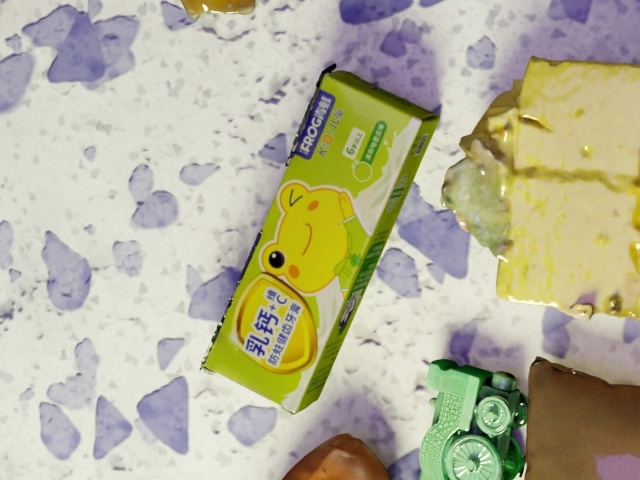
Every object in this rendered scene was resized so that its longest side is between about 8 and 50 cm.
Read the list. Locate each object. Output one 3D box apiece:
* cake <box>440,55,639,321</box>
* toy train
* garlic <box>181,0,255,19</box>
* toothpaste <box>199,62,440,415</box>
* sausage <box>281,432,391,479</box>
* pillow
[{"bbox_3d":[0.252,-0.046,1.647,0.286,0.227,0.223,4,92,16],"label":"cake"},{"bbox_3d":[0.138,0.206,1.790,0.104,0.071,0.178,16,99,24],"label":"toy train"},{"bbox_3d":[-0.106,-0.369,1.809,0.143,0.112,0.318,8,108,15],"label":"garlic"},{"bbox_3d":[0.000,0.000,1.811,0.110,0.077,0.328,26,102,12],"label":"toothpaste"},{"bbox_3d":[-0.014,0.313,1.819,0.133,0.133,0.258,30,103,13],"label":"sausage"},{"bbox_3d":[0.327,0.278,1.715,0.307,0.108,0.306,7,93,14],"label":"pillow"}]
